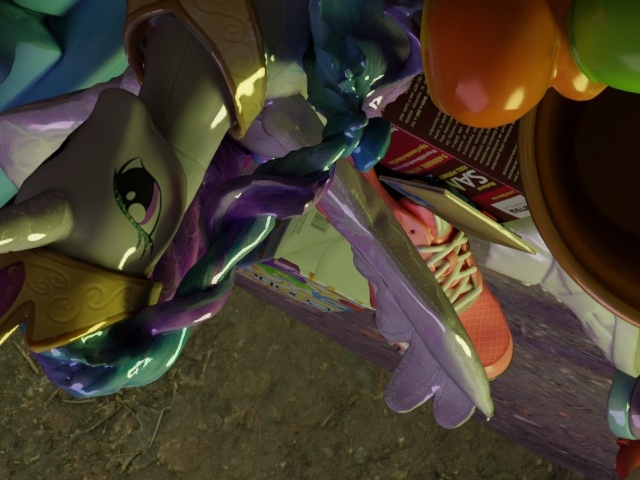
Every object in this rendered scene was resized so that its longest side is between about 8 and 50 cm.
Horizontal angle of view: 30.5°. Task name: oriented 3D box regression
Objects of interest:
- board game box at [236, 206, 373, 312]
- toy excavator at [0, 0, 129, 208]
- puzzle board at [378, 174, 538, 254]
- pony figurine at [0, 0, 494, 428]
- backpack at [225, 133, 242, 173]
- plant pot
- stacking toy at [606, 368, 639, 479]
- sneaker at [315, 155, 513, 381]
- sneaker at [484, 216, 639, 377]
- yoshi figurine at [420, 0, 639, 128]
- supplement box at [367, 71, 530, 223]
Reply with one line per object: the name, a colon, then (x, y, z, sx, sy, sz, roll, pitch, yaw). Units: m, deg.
board game box: (0.000, 0.000, 1.510, 0.142, 0.144, 0.275, 27, 170, -11)
toy excavator: (-0.192, -0.174, 0.662, 0.222, 0.433, 0.445, 54, -163, 9)
puzzle board: (0.124, -0.026, 1.057, 0.128, 0.011, 0.096, 30, 174, -34)
pony figurine: (-0.027, -0.077, 0.566, 0.303, 0.363, 0.351, 22, 169, 16)
backpack: (-0.169, -0.113, 1.358, 0.117, 0.158, 0.173, 13, 154, 20)
plant pot: (0.210, -0.054, 0.653, 0.205, 0.205, 0.188, 25, -174, 5)
stacking toy: (0.405, 0.297, 1.533, 0.130, 0.279, 0.309, 17, 141, 37)
sneaker: (0.097, 0.009, 1.168, 0.313, 0.116, 0.136, 55, 155, -1)
sneaker: (0.259, 0.031, 1.184, 0.169, 0.108, 0.292, 22, 160, 29)
yoshi figurine: (0.205, -0.105, 0.353, 0.362, 0.203, 0.203, 7, 146, 26)
supplement box: (0.085, -0.101, 0.997, 0.239, 0.073, 0.130, 26, 170, -10)
